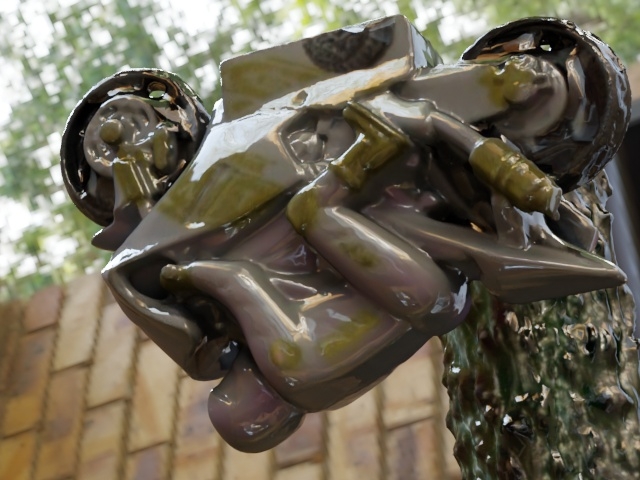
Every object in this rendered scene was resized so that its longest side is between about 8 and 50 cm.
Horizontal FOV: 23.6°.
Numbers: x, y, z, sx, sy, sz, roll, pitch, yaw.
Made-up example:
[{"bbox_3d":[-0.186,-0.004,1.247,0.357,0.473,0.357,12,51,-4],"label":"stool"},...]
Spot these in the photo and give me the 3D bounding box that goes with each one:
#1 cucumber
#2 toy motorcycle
[{"bbox_3d":[0.102,0.081,0.633,0.096,0.096,0.359,30,-132,-63],"label":"cucumber"},{"bbox_3d":[0.000,0.000,0.550,0.073,0.225,0.152,32,-123,-63],"label":"toy motorcycle"}]
